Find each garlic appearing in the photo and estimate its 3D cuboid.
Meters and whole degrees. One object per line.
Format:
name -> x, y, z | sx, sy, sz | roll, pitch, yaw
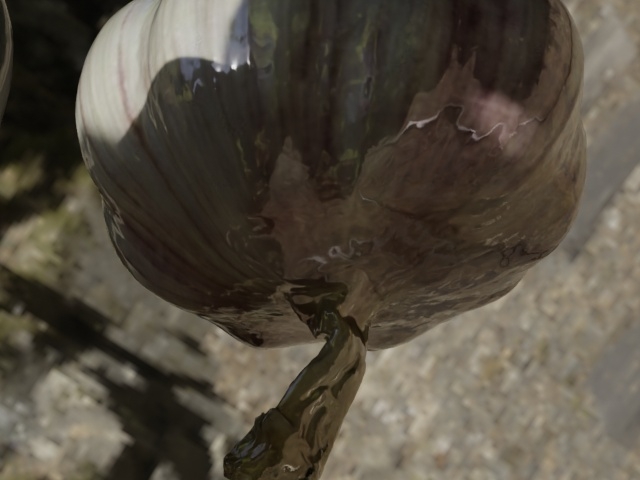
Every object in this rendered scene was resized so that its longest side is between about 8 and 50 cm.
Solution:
garlic -> 0.000, 0.000, 0.871 | 0.245, 0.245, 0.253 | -34, 41, 50

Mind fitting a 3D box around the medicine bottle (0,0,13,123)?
medicine bottle -> -0.233, 0.037, 0.682 | 0.208, 0.208, 0.340 | -76, 8, -48
